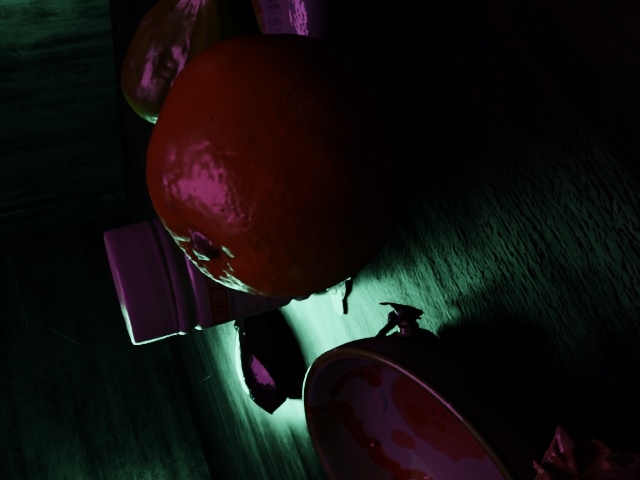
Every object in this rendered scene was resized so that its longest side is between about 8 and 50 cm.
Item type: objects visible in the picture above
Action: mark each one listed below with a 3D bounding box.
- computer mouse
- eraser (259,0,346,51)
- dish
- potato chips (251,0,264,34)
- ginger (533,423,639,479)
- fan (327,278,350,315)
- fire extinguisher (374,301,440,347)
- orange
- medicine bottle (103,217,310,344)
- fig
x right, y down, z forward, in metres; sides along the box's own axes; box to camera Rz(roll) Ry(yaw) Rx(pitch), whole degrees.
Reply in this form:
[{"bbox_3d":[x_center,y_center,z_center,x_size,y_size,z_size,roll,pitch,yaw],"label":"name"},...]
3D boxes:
[{"bbox_3d":[-0.146,0.241,1.781,0.168,0.087,0.295,92,158,-46],"label":"computer mouse"},{"bbox_3d":[-0.034,-0.347,1.079,0.174,0.081,0.227,24,124,62],"label":"eraser"},{"bbox_3d":[0.133,0.224,0.874,0.324,0.124,0.324,33,140,34],"label":"dish"},{"bbox_3d":[-0.085,-0.382,1.252,0.150,0.049,0.202,-147,41,-71],"label":"potato chips"},{"bbox_3d":[0.236,0.275,0.635,0.152,0.138,0.267,-175,68,-75],"label":"ginger"},{"bbox_3d":[0.000,0.000,1.321,0.153,0.008,0.227,100,151,-53],"label":"fan"},{"bbox_3d":[0.107,0.175,0.998,0.071,0.099,0.231,6,112,43],"label":"fire extinguisher"},{"bbox_3d":[-0.049,-0.085,0.964,0.312,0.312,0.312,167,90,-71],"label":"orange"},{"bbox_3d":[-0.187,0.044,1.401,0.202,0.315,0.202,165,90,-75],"label":"medicine bottle"},{"bbox_3d":[-0.222,-0.316,1.427,0.314,0.233,0.233,-24,80,66],"label":"fig"}]
